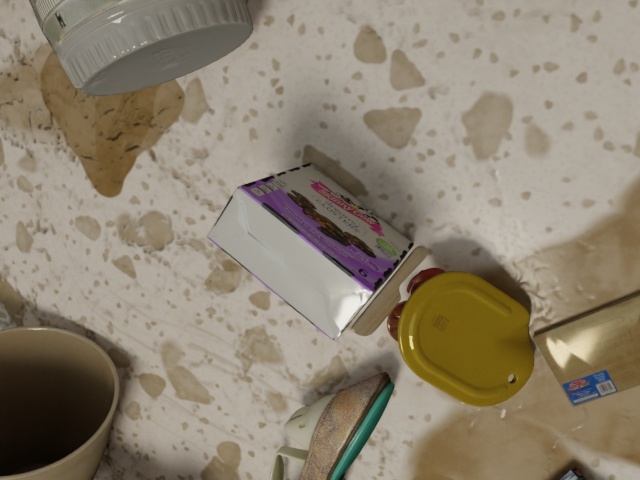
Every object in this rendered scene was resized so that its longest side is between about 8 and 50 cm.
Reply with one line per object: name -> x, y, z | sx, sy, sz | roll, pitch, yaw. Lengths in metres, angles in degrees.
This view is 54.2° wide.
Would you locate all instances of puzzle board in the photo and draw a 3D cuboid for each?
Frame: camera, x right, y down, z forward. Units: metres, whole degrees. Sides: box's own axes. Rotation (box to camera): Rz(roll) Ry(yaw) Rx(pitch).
puzzle board -> 0.319, 0.123, 0.696 | 0.128, 0.011, 0.096 | -29, 94, 26

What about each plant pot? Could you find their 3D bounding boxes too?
plant pot -> -0.432, 0.312, 0.925 | 0.257, 0.256, 0.273 | 24, 128, 13

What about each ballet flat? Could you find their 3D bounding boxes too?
ballet flat -> -0.007, 0.285, 0.816 | 0.106, 0.108, 0.315 | 28, 111, 19

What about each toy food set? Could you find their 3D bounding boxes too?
toy food set -> 0.140, 0.095, 0.704 | 0.218, 0.071, 0.128 | 33, 87, -17

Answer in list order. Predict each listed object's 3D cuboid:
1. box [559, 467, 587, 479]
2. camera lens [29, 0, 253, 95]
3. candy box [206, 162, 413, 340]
box -> 0.282, 0.349, 0.731 | 0.137, 0.027, 0.094 | -50, 54, 17
camera lens -> -0.213, -0.318, 0.658 | 0.220, 0.219, 0.274 | -19, 97, 24
candy box -> 0.000, 0.000, 0.679 | 0.165, 0.196, 0.070 | 38, 113, 7
